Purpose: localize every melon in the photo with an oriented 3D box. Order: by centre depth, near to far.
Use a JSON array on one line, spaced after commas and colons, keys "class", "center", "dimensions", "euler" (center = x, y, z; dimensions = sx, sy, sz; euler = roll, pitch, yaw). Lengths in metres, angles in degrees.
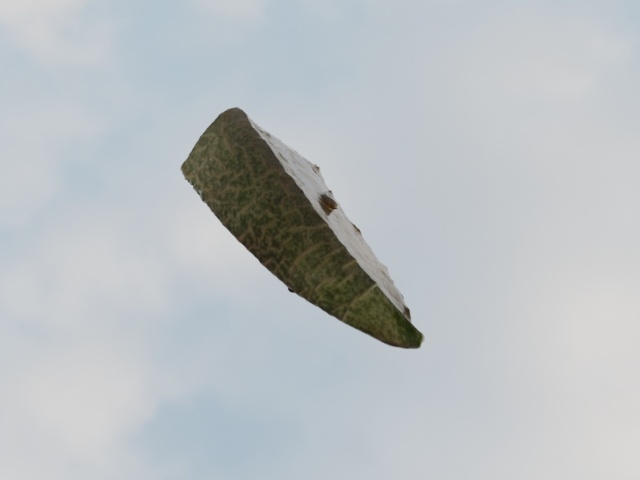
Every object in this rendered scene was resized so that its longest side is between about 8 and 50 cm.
[{"class": "melon", "center": [-0.006, -0.003, 1.059], "dimensions": [0.054, 0.098, 0.182], "euler": [-53, -139, 17]}]
